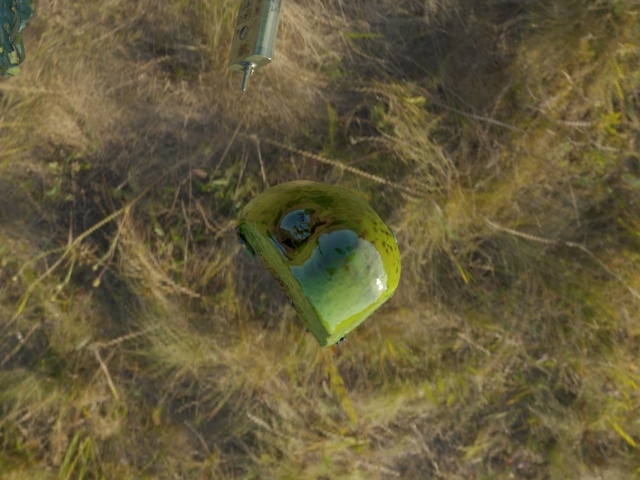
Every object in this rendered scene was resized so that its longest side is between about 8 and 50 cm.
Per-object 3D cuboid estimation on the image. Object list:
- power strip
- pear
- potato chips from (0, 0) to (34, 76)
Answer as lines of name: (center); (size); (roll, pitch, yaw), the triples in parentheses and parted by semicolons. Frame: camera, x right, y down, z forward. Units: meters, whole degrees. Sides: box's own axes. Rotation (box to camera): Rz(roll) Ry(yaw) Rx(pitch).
power strip: (-0.094, -0.354, 1.309); (0.034, 0.092, 0.268); (18, 76, -35)
pear: (0.000, 0.000, 1.143); (0.164, 0.255, 0.238); (-35, 80, -10)
potato chips: (-0.520, -0.452, 1.246); (0.373, 0.097, 0.389); (38, 126, 15)
